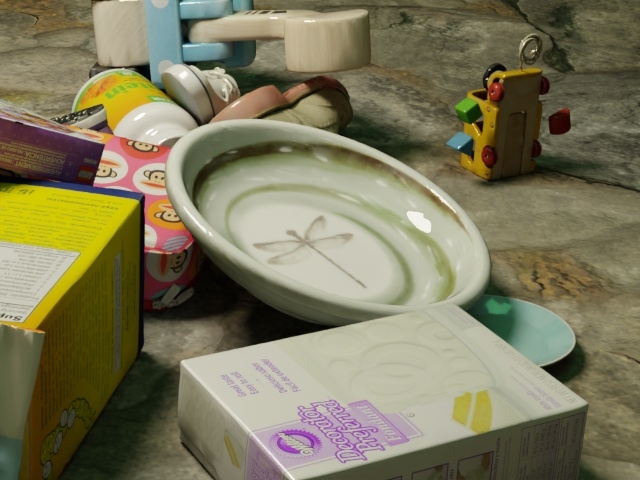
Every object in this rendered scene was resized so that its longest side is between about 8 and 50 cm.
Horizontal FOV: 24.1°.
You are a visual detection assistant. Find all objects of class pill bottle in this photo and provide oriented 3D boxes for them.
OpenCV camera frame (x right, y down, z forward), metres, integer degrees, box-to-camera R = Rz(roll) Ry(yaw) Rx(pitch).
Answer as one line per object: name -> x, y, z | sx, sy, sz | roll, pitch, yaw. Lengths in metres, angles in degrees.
pill bottle -> -0.245, -0.140, 2.086 | 0.136, 0.136, 0.245 | -9, 27, -26

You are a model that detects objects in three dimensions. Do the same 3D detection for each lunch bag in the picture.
lunch bag -> -0.277, -0.023, 1.807 | 0.293, 0.120, 0.258 | 13, 34, 5

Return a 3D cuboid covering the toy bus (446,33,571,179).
toy bus -> 0.265, -0.192, 2.225 | 0.202, 0.191, 0.104 | -50, 41, -6

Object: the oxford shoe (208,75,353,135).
oxford shoe -> -0.035, -0.142, 2.178 | 0.146, 0.140, 0.397 | 55, 26, 5

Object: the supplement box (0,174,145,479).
supplement box -> -0.315, 0.091, 1.485 | 0.194, 0.195, 0.356 | 7, 23, 9

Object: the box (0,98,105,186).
box -> -0.400, -0.134, 1.694 | 0.201, 0.057, 0.293 | 13, 6, -37

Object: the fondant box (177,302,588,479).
fondant box -> 0.059, 0.177, 1.468 | 0.330, 0.096, 0.238 | -11, 28, -28

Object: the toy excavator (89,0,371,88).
toy excavator -> -0.149, -0.341, 2.338 | 0.445, 0.222, 0.433 | -4, 17, 1

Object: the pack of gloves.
pack of gloves -> -0.339, 0.174, 1.287 | 0.195, 0.232, 0.046 | 10, 0, 13

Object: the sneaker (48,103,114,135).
sneaker -> -0.357, -0.099, 2.045 | 0.107, 0.124, 0.283 | -30, 14, -28

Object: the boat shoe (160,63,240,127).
boat shoe -> -0.156, -0.203, 2.144 | 0.088, 0.267, 0.096 | -41, 74, -6

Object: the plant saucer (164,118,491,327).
plant saucer -> 0.000, 0.000, 1.762 | 0.400, 0.100, 0.400 | 16, 29, -9

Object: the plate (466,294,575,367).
plate -> 0.198, 0.112, 1.723 | 0.188, 0.024, 0.188 | 4, 23, -2
